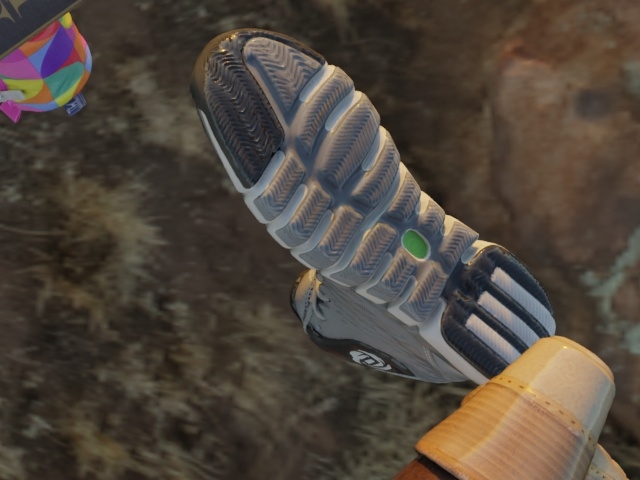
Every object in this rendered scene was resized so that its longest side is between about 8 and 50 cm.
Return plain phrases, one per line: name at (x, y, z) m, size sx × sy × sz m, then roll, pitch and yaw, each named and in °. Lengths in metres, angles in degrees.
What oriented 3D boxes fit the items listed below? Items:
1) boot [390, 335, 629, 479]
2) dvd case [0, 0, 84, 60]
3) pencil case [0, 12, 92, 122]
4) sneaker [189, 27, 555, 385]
boot at (0.044, 0.155, 0.793) m, size 0.090 × 0.248 × 0.207 m, roll 32°, pitch 75°, yaw 17°
dvd case at (-0.198, -0.162, 0.950) m, size 0.164 × 0.221 × 0.018 m, roll 58°, pitch 37°, yaw -5°
pencil case at (-0.269, -0.191, 1.651) m, size 0.104 × 0.236 × 0.104 m, roll -4°, pitch 66°, yaw 9°
sneaker at (0.000, 0.000, 0.959) m, size 0.229 × 0.132 × 0.086 m, roll 46°, pitch 62°, yaw -14°
